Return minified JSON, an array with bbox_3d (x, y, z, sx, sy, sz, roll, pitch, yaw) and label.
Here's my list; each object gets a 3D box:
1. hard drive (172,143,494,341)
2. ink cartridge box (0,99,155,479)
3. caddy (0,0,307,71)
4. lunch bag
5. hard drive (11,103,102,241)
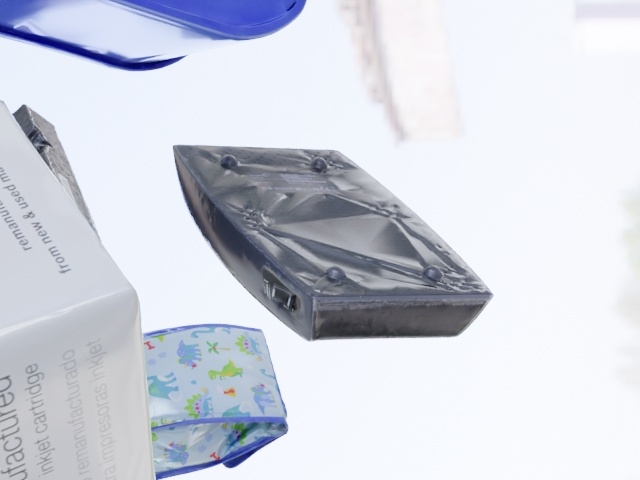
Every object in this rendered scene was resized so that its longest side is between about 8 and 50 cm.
[{"bbox_3d":[0.000,0.000,1.375,0.255,0.172,0.054,45,128,50],"label":"hard drive"},{"bbox_3d":[-0.277,0.139,0.817,0.160,0.384,0.279,50,152,39],"label":"ink cartridge box"},{"bbox_3d":[-0.157,-0.256,1.301,0.341,0.179,0.241,13,-100,-45],"label":"caddy"},{"bbox_3d":[-0.114,0.150,1.738,0.096,0.151,0.129,81,174,-48],"label":"lunch bag"},{"bbox_3d":[-0.412,0.030,2.060,0.064,0.339,0.237,39,-166,-42],"label":"hard drive"}]
